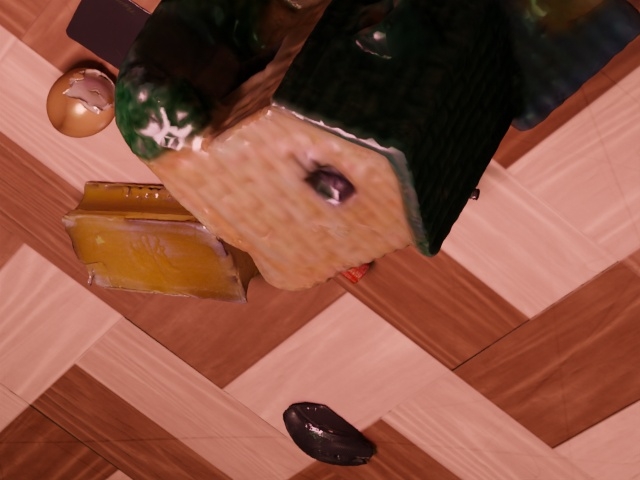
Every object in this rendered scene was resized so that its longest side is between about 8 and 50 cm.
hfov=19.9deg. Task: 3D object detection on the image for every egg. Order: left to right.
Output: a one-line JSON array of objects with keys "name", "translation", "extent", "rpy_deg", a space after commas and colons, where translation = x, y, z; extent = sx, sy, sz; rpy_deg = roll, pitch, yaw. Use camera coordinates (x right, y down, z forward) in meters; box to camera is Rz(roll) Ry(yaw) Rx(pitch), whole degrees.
[{"name": "egg", "translation": [-0.281, -0.157, 2.132], "extent": [0.080, 0.080, 0.096], "rpy_deg": [39, 137, -12]}]

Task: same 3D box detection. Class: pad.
[{"name": "pad", "translation": [-0.210, -0.223, 2.079], "extent": [0.157, 0.003, 0.112], "rpy_deg": [33, 141, -5]}]

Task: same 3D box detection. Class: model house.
[{"name": "model house", "translation": [0.056, -0.188, 1.658], "extent": [0.334, 0.382, 0.343], "rpy_deg": [43, 144, -19]}]

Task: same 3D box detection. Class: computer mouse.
[{"name": "computer mouse", "translation": [0.007, 0.267, 2.445], "extent": [0.135, 0.047, 0.079], "rpy_deg": [31, 142, -6]}]

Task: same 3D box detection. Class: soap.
[{"name": "soap", "translation": [-0.193, 0.002, 2.256], "extent": [0.233, 0.076, 0.135], "rpy_deg": [3, 135, 27]}]

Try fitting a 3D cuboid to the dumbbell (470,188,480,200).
[{"name": "dumbbell", "translation": [0.073, -0.074, 1.998], "extent": [0.209, 0.099, 0.099], "rpy_deg": [14, 139, 16]}]

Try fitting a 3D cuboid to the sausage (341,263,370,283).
[{"name": "sausage", "translation": [0.000, 0.000, 2.171], "extent": [0.129, 0.034, 0.034], "rpy_deg": [38, 140, -11]}]
